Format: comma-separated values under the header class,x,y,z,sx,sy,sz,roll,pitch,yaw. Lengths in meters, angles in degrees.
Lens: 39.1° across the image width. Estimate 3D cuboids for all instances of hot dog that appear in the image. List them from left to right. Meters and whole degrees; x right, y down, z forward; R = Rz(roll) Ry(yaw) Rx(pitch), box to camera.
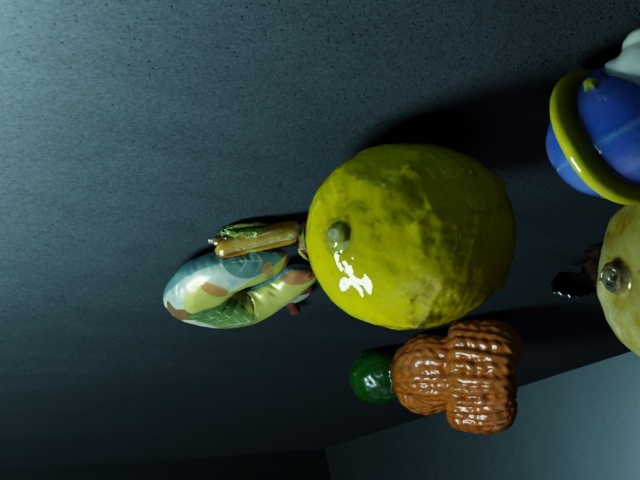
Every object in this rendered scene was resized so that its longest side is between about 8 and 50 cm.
class,x,y,z,sx,sy,sz,roll,pitch,yaw
hot dog,-0.087,-0.007,1.235,0.133,0.041,0.056,-12,175,-10

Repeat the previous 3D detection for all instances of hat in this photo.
class,x,y,z,sx,sy,sz,roll,pitch,yaw
hat,0.267,0.287,2.086,0.400,0.286,0.285,11,167,17

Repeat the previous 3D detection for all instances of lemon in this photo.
class,x,y,z,sx,sy,sz,roll,pitch,yaw
lemon,0.109,-0.006,1.071,0.288,0.234,0.233,4,155,-43

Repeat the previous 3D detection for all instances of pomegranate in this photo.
class,x,y,z,sx,sy,sz,roll,pitch,yaw
pomegranate,0.589,0.048,1.391,0.332,0.333,0.332,-11,161,-4

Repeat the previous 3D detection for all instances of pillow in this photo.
class,x,y,z,sx,sy,sz,roll,pitch,yaw
pillow,-0.123,0.066,1.357,0.214,0.086,0.233,-24,156,14

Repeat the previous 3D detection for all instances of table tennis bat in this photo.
class,x,y,z,sx,sy,sz,roll,pitch,yaw
table tennis bat,-0.058,0.102,1.588,0.098,0.019,0.155,-14,158,3

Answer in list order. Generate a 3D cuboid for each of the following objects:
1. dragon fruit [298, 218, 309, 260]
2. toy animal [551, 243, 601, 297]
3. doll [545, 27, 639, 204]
class,x,y,z,sx,sy,sz,roll,pitch,yaw
dragon fruit,0.000,0.000,1.274,0.060,0.056,0.083,4,157,-41
toy animal,0.548,0.077,1.737,0.218,0.116,0.179,-21,159,4
doll,0.366,-0.161,0.963,0.311,0.160,0.243,-27,161,-41
